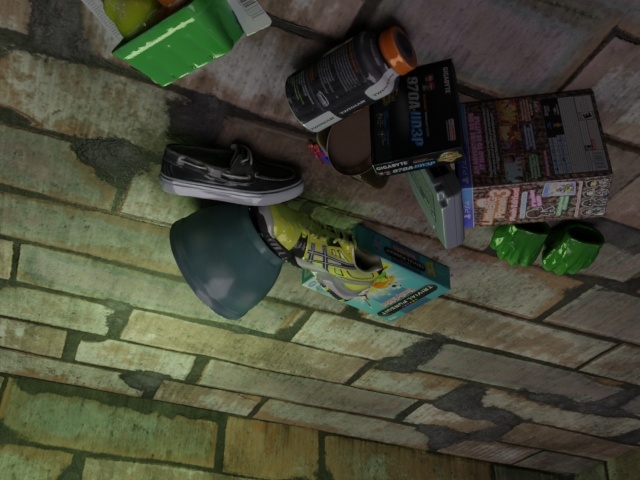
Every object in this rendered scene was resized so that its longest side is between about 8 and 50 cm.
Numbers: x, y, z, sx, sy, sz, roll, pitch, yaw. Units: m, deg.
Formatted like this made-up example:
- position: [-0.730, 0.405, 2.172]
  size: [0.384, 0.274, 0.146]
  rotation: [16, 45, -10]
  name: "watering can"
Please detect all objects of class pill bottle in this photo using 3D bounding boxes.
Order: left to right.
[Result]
- position: [0.061, -0.314, 1.375]
  size: [0.245, 0.130, 0.130]
  rotation: [-23, 138, 32]
  name: "pill bottle"

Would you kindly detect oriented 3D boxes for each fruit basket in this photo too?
- position: [-0.289, -0.452, 1.196]
  size: [0.327, 0.165, 0.353]
  rotation: [-15, 121, 40]
  name: "fruit basket"

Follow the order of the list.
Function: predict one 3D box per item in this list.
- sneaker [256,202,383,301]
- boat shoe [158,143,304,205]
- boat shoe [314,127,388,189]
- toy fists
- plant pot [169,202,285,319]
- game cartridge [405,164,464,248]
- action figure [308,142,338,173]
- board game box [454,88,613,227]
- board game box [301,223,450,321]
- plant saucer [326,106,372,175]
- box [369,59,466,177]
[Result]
- position: [0.000, 0.000, 1.761]
  size: [0.147, 0.145, 0.384]
  rotation: [-34, 130, 26]
  name: "sneaker"
- position: [-0.195, -0.158, 1.626]
  size: [0.335, 0.121, 0.119]
  rotation: [1, 124, -16]
  name: "boat shoe"
- position: [0.059, -0.185, 1.609]
  size: [0.223, 0.080, 0.073]
  rotation: [33, 167, -34]
  name: "boat shoe"
- position: [0.579, 0.011, 1.847]
  size: [0.279, 0.096, 0.142]
  rotation: [10, 135, -8]
  name: "toy fists"
- position: [-0.201, 0.024, 1.775]
  size: [0.196, 0.293, 0.293]
  rotation: [-32, 135, 15]
  name: "plant pot"
- position: [0.222, -0.137, 1.486]
  size: [0.062, 0.297, 0.198]
  rotation: [-23, 144, 2]
  name: "game cartridge"
- position: [0.013, -0.193, 1.645]
  size: [0.038, 0.030, 0.115]
  rotation: [-23, 136, 39]
  name: "action figure"
- position: [0.424, -0.166, 1.477]
  size: [0.291, 0.232, 0.141]
  rotation: [-4, 145, 11]
  name: "board game box"
- position: [0.156, 0.102, 2.015]
  size: [0.336, 0.079, 0.254]
  rotation: [25, 140, -28]
  name: "board game box"
- position: [0.076, -0.220, 1.528]
  size: [0.168, 0.029, 0.168]
  rotation: [-18, 125, -28]
  name: "plant saucer"
- position: [0.185, -0.238, 1.398]
  size: [0.175, 0.220, 0.051]
  rotation: [-9, 148, 17]
  name: "box"
